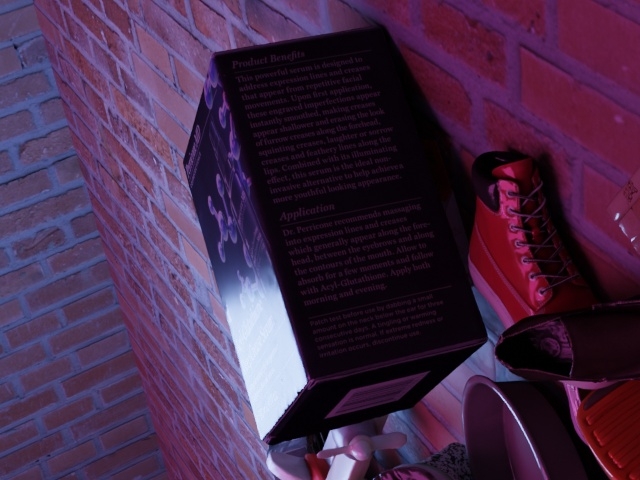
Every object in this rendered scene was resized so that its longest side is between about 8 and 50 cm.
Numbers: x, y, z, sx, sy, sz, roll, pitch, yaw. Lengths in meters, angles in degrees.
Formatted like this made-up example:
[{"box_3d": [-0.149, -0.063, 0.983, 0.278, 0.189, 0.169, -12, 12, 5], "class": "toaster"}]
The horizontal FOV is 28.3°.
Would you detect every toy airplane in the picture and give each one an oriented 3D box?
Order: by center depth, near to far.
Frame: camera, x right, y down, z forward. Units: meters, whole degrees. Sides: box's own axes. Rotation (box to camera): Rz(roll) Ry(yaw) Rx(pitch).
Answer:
[{"box_3d": [0.012, 0.424, 1.910, 0.384, 0.272, 0.386, -30, 61, 47], "class": "toy airplane"}]

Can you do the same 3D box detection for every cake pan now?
[{"box_3d": [0.245, 0.290, 1.470, 0.293, 0.054, 0.293, 164, 90, -79], "class": "cake pan"}]

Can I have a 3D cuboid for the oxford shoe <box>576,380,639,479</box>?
[{"box_3d": [0.352, 0.239, 1.102, 0.363, 0.130, 0.133, 45, 164, 57], "class": "oxford shoe"}]

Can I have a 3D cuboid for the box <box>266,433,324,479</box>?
[{"box_3d": [-0.006, 0.466, 2.235, 0.242, 0.076, 0.308, -90, -20, -78], "class": "box"}]

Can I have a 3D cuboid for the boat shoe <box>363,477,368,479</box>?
[{"box_3d": [0.107, 0.521, 2.119, 0.088, 0.096, 0.268, 131, 122, -74], "class": "boat shoe"}]

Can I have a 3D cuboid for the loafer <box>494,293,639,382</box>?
[{"box_3d": [0.252, 0.097, 1.141, 0.220, 0.078, 0.080, -16, 86, 38], "class": "loafer"}]

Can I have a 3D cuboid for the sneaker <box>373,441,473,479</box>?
[{"box_3d": [0.209, 0.447, 1.665, 0.158, 0.182, 0.411, -5, 108, 40], "class": "sneaker"}]

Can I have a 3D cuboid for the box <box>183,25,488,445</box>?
[{"box_3d": [0.000, 0.000, 1.492, 0.293, 0.211, 0.396, 119, 137, -65], "class": "box"}]

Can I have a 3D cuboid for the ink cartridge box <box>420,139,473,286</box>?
[{"box_3d": [0.117, -0.032, 1.520, 0.145, 0.045, 0.179, 14, 128, 65], "class": "ink cartridge box"}]

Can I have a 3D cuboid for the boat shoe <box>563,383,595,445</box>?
[{"box_3d": [0.284, 0.173, 1.334, 0.035, 0.035, 0.100, 164, 89, -73], "class": "boat shoe"}]

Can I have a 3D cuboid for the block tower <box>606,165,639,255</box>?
[{"box_3d": [0.355, 0.074, 0.946, 0.335, 0.091, 0.097, 59, 160, 17], "class": "block tower"}]

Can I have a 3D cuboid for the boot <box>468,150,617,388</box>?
[{"box_3d": [0.221, 0.019, 1.248, 0.244, 0.088, 0.176, 51, 154, 45], "class": "boot"}]
